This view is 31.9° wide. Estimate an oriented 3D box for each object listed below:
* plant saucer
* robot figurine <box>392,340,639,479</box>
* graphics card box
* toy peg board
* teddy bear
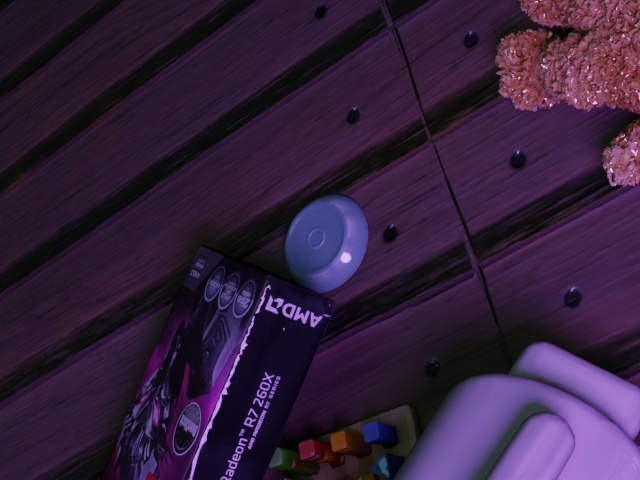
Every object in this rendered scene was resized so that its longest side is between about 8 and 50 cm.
[{"bbox_3d":[0.000,0.000,1.283,0.119,0.021,0.119,-14,66,34],"label":"plant saucer"},{"bbox_3d":[0.142,0.250,0.907,0.200,0.300,0.353,25,58,22],"label":"robot figurine"},{"bbox_3d":[-0.132,0.200,1.216,0.370,0.094,0.233,-66,25,-2],"label":"graphics card box"},{"bbox_3d":[0.025,0.262,1.129,0.161,0.079,0.161,-26,60,29],"label":"toy peg board"},{"bbox_3d":[0.306,-0.183,1.055,0.245,0.113,0.338,-54,50,12],"label":"teddy bear"}]
